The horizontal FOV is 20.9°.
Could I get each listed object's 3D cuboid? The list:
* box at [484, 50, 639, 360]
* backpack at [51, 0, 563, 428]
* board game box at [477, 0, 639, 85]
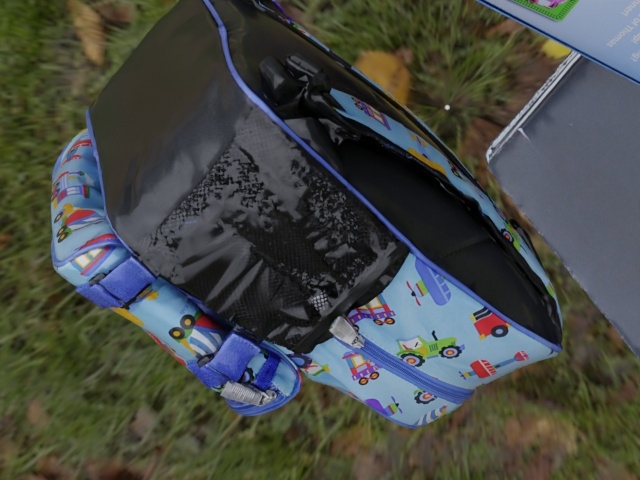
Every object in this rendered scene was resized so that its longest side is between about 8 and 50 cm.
[{"bbox_3d":[0.462,-0.139,1.279,0.297,0.480,0.472,55,129,18],"label":"box"},{"bbox_3d":[0.000,0.000,0.638,0.173,0.158,0.117,38,102,-24],"label":"backpack"},{"bbox_3d":[0.137,-0.125,0.634,0.211,0.039,0.160,26,141,-16],"label":"board game box"}]
